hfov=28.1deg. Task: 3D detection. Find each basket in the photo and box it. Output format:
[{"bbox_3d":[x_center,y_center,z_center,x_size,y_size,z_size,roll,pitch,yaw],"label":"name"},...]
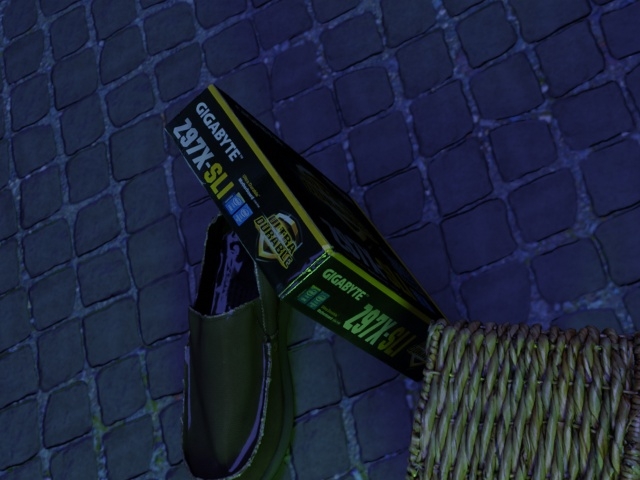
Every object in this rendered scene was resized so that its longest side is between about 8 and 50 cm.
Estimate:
[{"bbox_3d":[0.213,0.241,1.206,0.223,0.213,0.299,2,69,26],"label":"basket"}]

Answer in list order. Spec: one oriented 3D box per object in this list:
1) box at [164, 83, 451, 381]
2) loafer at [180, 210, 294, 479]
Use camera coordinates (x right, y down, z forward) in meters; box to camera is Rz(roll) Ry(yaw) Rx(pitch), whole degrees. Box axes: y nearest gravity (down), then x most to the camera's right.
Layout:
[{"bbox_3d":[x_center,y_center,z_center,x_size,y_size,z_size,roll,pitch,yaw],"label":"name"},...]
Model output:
[{"bbox_3d":[0.000,0.000,1.361,0.079,0.322,0.257,-41,55,9],"label":"box"},{"bbox_3d":[-0.113,0.121,1.487,0.134,0.130,0.366,-9,65,26],"label":"loafer"}]
